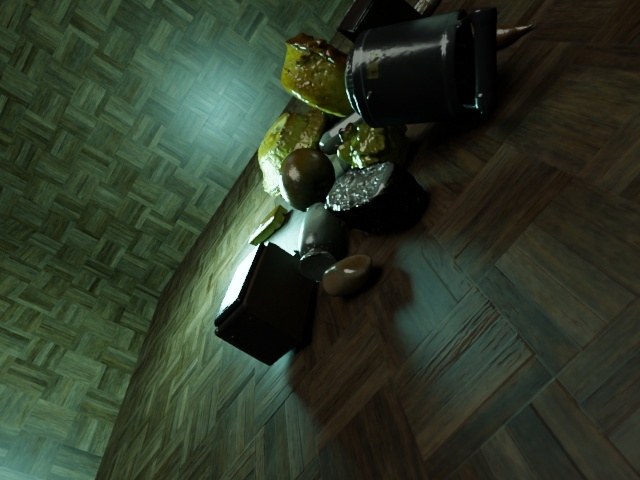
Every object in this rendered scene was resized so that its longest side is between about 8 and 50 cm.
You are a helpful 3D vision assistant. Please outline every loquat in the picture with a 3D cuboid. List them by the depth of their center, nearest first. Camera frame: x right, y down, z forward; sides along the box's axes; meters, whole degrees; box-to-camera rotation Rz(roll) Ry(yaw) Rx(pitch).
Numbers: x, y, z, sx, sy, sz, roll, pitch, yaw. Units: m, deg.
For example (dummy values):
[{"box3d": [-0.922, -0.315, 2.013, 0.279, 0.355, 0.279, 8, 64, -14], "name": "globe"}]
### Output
[{"box3d": [-0.042, -0.189, 1.435, 0.179, 0.179, 0.227, -43, 33, 36], "name": "loquat"}]

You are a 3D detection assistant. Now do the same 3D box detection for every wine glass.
[{"box3d": [0.000, 0.000, 1.146, 0.111, 0.111, 0.204, -44, 28, 34], "name": "wine glass"}]

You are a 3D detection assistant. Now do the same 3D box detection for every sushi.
[{"box3d": [0.115, -0.085, 0.978, 0.225, 0.127, 0.124, -4, 56, 57], "name": "sushi"}]

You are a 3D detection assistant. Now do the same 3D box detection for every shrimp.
[{"box3d": [0.331, -0.783, 1.580, 0.254, 0.059, 0.145, -52, 18, 15], "name": "shrimp"}]

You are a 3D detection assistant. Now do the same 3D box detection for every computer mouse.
[{"box3d": [0.135, -0.359, 1.371, 0.331, 0.095, 0.197, -29, 17, 34], "name": "computer mouse"}]

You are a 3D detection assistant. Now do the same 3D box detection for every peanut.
[{"box3d": [0.058, 0.074, 0.967, 0.152, 0.076, 0.076, -38, 28, 49], "name": "peanut"}]

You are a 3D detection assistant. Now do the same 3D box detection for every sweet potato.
[{"box3d": [0.377, -0.440, 0.996, 0.195, 0.056, 0.056, 8, 68, 62], "name": "sweet potato"}]

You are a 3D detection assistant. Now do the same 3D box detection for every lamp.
[{"box3d": [0.185, -0.337, 0.932, 0.272, 0.204, 0.374, -5, 17, 11], "name": "lamp"}]

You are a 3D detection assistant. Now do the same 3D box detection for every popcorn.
[{"box3d": [0.128, -0.220, 1.137, 0.195, 0.174, 0.168, -2, 80, 56], "name": "popcorn"}]

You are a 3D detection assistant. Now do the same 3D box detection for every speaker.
[{"box3d": [-0.125, 0.148, 1.123, 0.153, 0.193, 0.230, -45, 20, 35], "name": "speaker"}]

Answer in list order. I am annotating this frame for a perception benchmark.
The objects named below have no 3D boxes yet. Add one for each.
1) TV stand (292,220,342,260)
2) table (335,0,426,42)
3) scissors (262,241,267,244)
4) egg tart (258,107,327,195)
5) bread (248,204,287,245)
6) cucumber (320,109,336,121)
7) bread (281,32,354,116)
[{"box3d": [0.011, -0.039, 1.280, 0.256, 0.040, 0.049, -48, 22, 26], "name": "TV stand"}, {"box3d": [0.215, -0.631, 1.356, 0.196, 0.251, 0.282, -52, 20, 17], "name": "table"}, {"box3d": [-0.270, 0.133, 1.687, 0.138, 0.041, 0.289, -32, 29, 53], "name": "scissors"}, {"box3d": [-0.144, -0.401, 1.967, 0.443, 0.178, 0.443, -46, 25, 29], "name": "egg tart"}, {"box3d": [-0.210, -0.054, 1.808, 0.226, 0.049, 0.088, -35, 30, 49], "name": "bread"}, {"box3d": [0.081, -0.602, 1.818, 0.244, 0.134, 0.134, -48, 22, 19], "name": "cucumber"}, {"box3d": [0.034, -0.536, 1.522, 0.204, 0.337, 0.358, -69, -13, 17], "name": "bread"}]
